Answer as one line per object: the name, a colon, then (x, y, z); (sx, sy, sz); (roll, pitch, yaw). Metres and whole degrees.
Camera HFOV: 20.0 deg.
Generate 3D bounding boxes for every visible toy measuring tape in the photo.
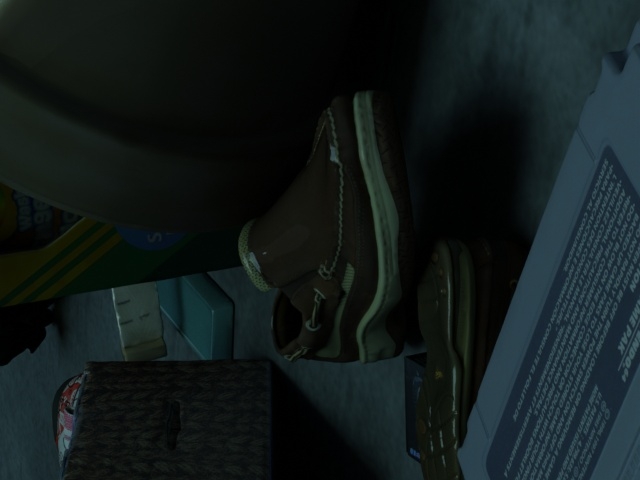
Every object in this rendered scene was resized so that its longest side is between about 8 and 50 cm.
toy measuring tape: (-0.182, -0.066, 1.491); (0.121, 0.121, 0.330); (9, 113, 64)

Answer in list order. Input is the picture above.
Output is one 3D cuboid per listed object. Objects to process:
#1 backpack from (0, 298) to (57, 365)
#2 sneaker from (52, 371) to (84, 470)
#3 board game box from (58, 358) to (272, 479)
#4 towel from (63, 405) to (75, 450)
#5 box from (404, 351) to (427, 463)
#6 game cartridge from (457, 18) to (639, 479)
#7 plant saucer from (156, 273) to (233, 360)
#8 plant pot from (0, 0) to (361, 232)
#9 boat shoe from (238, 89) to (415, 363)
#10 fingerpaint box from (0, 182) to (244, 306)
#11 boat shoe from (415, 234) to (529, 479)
backpack: (-0.372, -0.012, 1.730); (0.276, 0.263, 0.213); (124, 131, -58)
sneaker: (-0.178, 0.246, 1.612); (0.145, 0.090, 0.270); (160, 102, -67)
board game box: (-0.103, 0.262, 1.301); (0.232, 0.141, 0.291); (-94, 3, -70)
towel: (-0.154, 0.239, 1.532); (0.144, 0.029, 0.197); (15, 120, 23)
box: (0.079, 0.111, 1.097); (0.083, 0.018, 0.067); (30, 126, 59)
game cartridge: (0.140, 0.071, 0.833); (0.196, 0.060, 0.294); (-101, 22, -53)
plant saucer: (-0.118, 0.041, 1.496); (0.192, 0.018, 0.067); (-136, 44, -54)
plant pot: (-0.086, -0.215, 1.049); (0.280, 0.323, 0.323); (-57, 46, 34)
boat shoe: (0.001, 0.007, 1.046); (0.257, 0.095, 0.095); (88, 175, -59)
fingerpaint box: (-0.254, -0.175, 1.293); (0.163, 0.371, 0.445); (2, 100, 65)
boat shoe: (0.090, 0.084, 1.011); (0.064, 0.060, 0.178); (-142, 50, -69)
